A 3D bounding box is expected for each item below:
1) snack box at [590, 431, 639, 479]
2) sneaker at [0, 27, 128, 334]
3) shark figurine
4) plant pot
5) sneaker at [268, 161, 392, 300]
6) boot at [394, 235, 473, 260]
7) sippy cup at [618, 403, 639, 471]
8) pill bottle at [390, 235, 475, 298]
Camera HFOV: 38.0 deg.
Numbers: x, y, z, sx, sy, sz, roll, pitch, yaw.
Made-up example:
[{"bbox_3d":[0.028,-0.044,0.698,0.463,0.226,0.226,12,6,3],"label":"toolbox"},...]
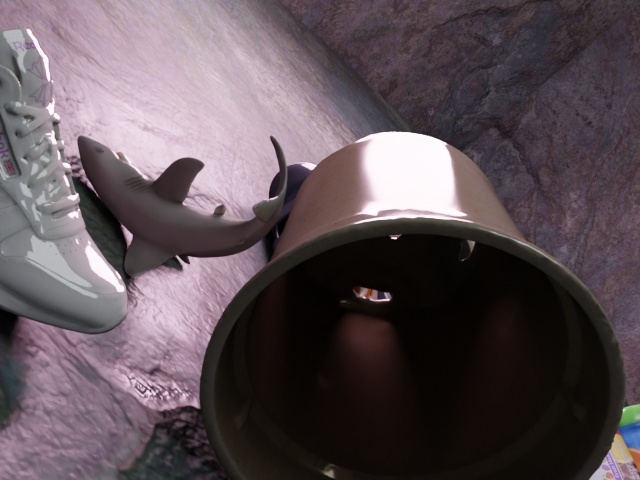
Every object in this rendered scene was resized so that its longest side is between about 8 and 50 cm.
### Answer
[{"bbox_3d":[0.328,0.301,1.321,0.207,0.070,0.174,-2,46,-18],"label":"snack box"},{"bbox_3d":[-0.236,-0.063,0.680,0.305,0.152,0.114,49,13,-6],"label":"sneaker"},{"bbox_3d":[-0.131,-0.007,0.891,0.116,0.278,0.166,-46,131,-39],"label":"shark figurine"},{"bbox_3d":[0.076,0.056,0.860,0.334,0.334,0.305,44,23,-20],"label":"plant pot"},{"bbox_3d":[0.000,0.000,1.247,0.127,0.126,0.321,38,19,-55],"label":"sneaker"},{"bbox_3d":[0.159,0.026,1.220,0.244,0.088,0.176,59,6,-18],"label":"boot"},{"bbox_3d":[0.603,0.456,1.716,0.306,0.240,0.224,1,48,-17],"label":"sippy cup"},{"bbox_3d":[0.163,0.007,1.495,0.229,0.229,0.408,55,16,19],"label":"pill bottle"}]
